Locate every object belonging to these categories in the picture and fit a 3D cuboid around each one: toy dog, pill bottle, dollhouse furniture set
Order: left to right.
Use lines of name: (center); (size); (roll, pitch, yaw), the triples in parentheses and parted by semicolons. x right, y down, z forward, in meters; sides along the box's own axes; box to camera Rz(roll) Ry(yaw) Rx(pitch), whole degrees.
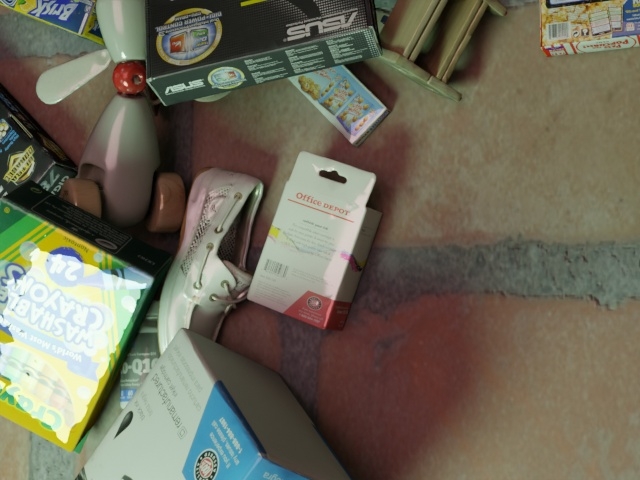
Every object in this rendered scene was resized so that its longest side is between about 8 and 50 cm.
toy dog: (-0.265, -0.151, 1.448); (0.161, 0.220, 0.333); (11, 80, 58)
pill bottle: (-0.220, 0.148, 1.429); (0.078, 0.078, 0.137); (-5, 81, 21)
dollhouse furniture set: (0.104, -0.273, 1.351); (0.184, 0.129, 0.129); (33, 96, 46)

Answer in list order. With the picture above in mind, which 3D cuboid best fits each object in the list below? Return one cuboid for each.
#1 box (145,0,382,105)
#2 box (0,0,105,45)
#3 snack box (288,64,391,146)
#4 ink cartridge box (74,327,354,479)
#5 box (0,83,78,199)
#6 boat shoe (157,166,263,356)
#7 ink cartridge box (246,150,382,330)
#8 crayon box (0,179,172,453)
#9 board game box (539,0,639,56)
box: (-0.073, -0.289, 1.310); (0.270, 0.060, 0.216); (-11, 61, 11)
box: (-0.376, -0.331, 1.563); (0.169, 0.059, 0.054); (23, 94, 23)
snack box: (0.008, -0.202, 1.416); (0.064, 0.022, 0.178); (-46, 70, 9)
ink cartridge box: (-0.169, 0.347, 1.271); (0.395, 0.166, 0.285); (-55, 34, 7)
box: (-0.536, -0.090, 1.588); (0.293, 0.073, 0.295); (44, 99, 20)
boat shoe: (-0.132, 0.045, 1.398); (0.096, 0.098, 0.277); (8, 85, 23)
ink cartridge box: (0.000, 0.000, 1.369); (0.115, 0.067, 0.198); (20, 92, 22)
crayon box: (-0.342, 0.116, 1.364); (0.203, 0.083, 0.323); (28, 112, 0)
board game box: (0.330, -0.321, 1.294); (0.147, 0.045, 0.193); (-3, 82, 21)
